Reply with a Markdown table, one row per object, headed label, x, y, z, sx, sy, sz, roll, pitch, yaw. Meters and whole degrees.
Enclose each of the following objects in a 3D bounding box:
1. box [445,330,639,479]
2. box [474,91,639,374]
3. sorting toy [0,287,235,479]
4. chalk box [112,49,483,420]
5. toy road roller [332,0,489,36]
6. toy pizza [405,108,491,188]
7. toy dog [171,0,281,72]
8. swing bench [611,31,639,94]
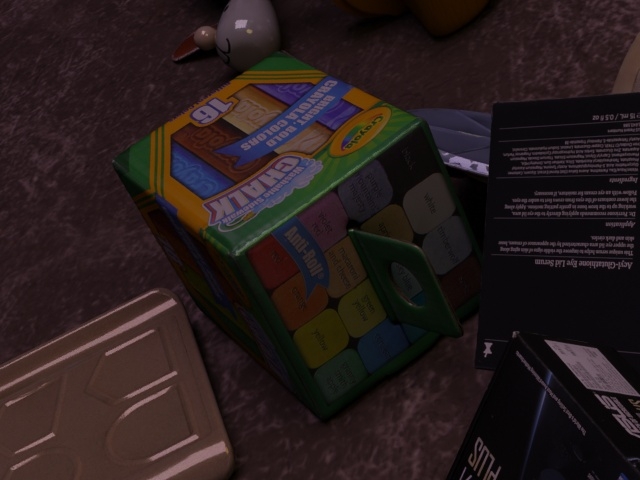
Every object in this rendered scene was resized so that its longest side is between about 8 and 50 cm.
| label | x | y | z | sx | sy | sz | roll | pitch | yaw |
| --- | --- | --- | --- | --- | --- | --- | --- | --- | --- |
| box | 0.150 | 0.161 | 0.804 | 0.077 | 0.147 | 0.180 | 10 | 23 | -26 |
| box | 0.228 | 0.003 | 0.896 | 0.261 | 0.103 | 0.184 | 2 | 84 | 49 |
| sorting toy | -0.226 | 0.177 | 1.143 | 0.307 | 0.041 | 0.229 | -27 | 38 | -1 |
| chalk box | 0.000 | 0.000 | 1.099 | 0.179 | 0.180 | 0.289 | -35 | 33 | -13 |
| toy road roller | 0.136 | -0.358 | 1.486 | 0.329 | 0.202 | 0.241 | -32 | 46 | 1 |
| toy pizza | 0.150 | -0.065 | 1.149 | 0.201 | 0.032 | 0.201 | 10 | 17 | -3 |
| toy dog | -0.144 | -0.319 | 1.629 | 0.160 | 0.220 | 0.334 | -5 | 23 | -8 |
| swing bench | 0.363 | -0.090 | 0.993 | 0.254 | 0.165 | 0.253 | -38 | 36 | -16 |
